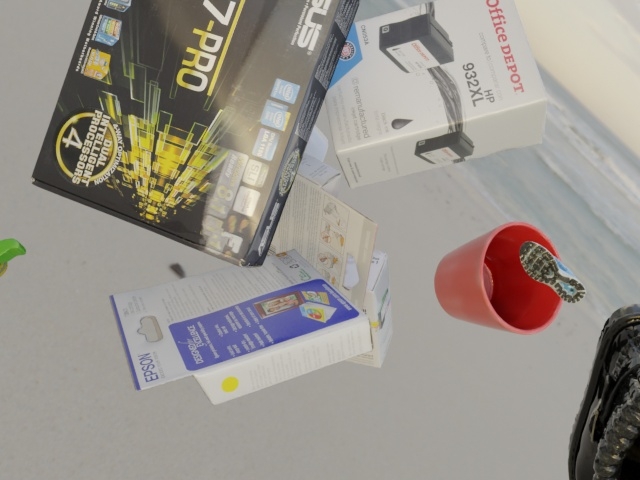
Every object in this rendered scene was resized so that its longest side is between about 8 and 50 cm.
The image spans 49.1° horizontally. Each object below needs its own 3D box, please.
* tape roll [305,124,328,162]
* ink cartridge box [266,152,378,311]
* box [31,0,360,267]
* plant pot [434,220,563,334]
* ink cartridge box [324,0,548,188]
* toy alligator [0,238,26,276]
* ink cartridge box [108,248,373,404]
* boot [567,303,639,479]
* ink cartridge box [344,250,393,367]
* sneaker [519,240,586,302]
[{"bbox_3d":[-0.145,-0.139,1.668,0.072,0.392,0.392,44,20,-22],"label":"tape roll"},{"bbox_3d":[0.000,0.000,1.291,0.261,0.296,0.066,32,49,24],"label":"ink cartridge box"},{"bbox_3d":[-0.158,-0.200,0.895,0.318,0.394,0.097,22,3,11],"label":"box"},{"bbox_3d":[0.438,0.103,1.786,0.275,0.275,0.243,36,-21,-17],"label":"plant pot"},{"bbox_3d":[0.163,-0.235,1.074,0.129,0.308,0.223,59,19,-65],"label":"ink cartridge box"},{"bbox_3d":[-0.381,0.023,0.693,0.056,0.190,0.051,70,25,-52],"label":"toy alligator"},{"bbox_3d":[-0.126,0.118,1.002,0.303,0.307,0.072,-140,-144,-62],"label":"ink cartridge box"},{"bbox_3d":[0.372,0.268,0.824,0.131,0.347,0.260,2,19,14],"label":"boot"},{"bbox_3d":[0.048,0.144,1.576,0.201,0.278,0.117,9,47,18],"label":"ink cartridge box"},{"bbox_3d":[0.478,0.063,1.462,0.162,0.063,0.073,44,19,-1],"label":"sneaker"}]
